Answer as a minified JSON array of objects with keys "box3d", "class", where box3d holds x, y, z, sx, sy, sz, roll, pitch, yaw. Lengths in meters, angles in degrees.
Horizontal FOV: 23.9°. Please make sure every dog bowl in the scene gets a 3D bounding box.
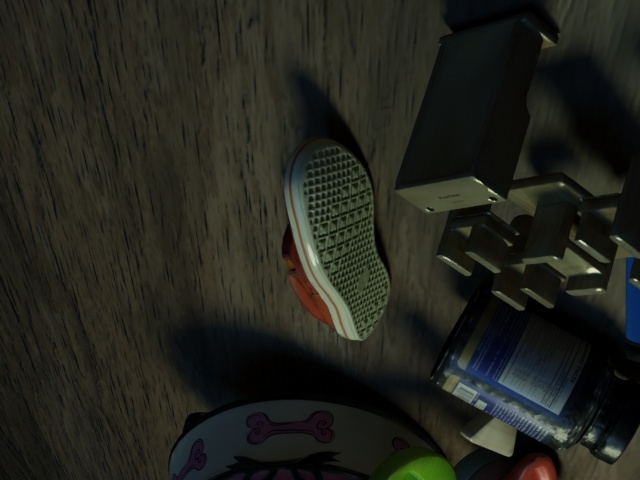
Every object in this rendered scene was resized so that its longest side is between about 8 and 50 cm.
[{"box3d":[-0.019,0.393,2.102,0.408,0.150,0.408,3,136,2],"class":"dog bowl"}]

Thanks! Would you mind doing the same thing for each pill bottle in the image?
[{"box3d":[0.241,0.152,1.650,0.219,0.123,0.123,29,152,4],"class":"pill bottle"}]

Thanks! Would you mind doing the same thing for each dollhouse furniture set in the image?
[{"box3d":[0.202,-0.063,1.337,0.242,0.161,0.212,33,155,-32],"class":"dollhouse furniture set"}]

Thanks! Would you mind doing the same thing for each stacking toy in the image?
[{"box3d":[0.137,0.321,1.892,0.130,0.309,0.279,31,143,48],"class":"stacking toy"}]

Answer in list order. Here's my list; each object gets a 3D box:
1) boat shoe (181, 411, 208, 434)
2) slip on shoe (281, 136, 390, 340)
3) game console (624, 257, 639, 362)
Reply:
[{"box3d":[-0.050,0.297,2.190,0.306,0.105,0.113,0,135,5],"class":"boat shoe"},{"box3d":[0.000,0.000,1.652,0.101,0.123,0.331,23,156,22],"class":"slip on shoe"},{"box3d":[0.450,0.066,1.410,0.293,0.173,0.250,11,115,33],"class":"game console"}]
